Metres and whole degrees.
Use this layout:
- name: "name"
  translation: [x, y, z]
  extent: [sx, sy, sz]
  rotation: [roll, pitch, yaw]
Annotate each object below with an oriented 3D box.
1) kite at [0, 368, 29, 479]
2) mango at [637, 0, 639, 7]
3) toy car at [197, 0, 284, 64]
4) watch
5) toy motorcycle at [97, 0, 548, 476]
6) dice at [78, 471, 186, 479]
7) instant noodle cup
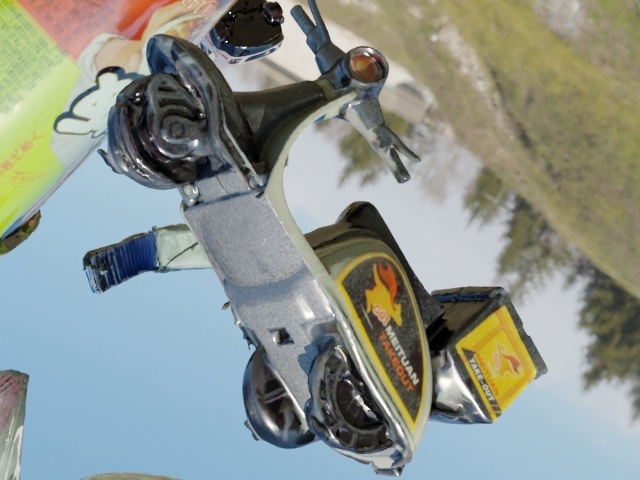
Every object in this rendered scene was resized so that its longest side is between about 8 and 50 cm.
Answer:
- name: "kite"
  translation: [-0.317, 0.167, 0.855]
  extent: [0.022, 0.204, 0.360]
  rotation: [7, 169, 24]
- name: "mango"
  translation: [0.310, -0.204, 0.999]
  extent: [0.163, 0.111, 0.089]
  rotation: [63, -158, -4]
- name: "toy car"
  translation: [-0.119, -0.264, 1.494]
  extent: [0.089, 0.108, 0.209]
  rotation: [-23, -127, -23]
- name: "watch"
  translation: [-0.113, 0.016, 1.515]
  extent: [0.276, 0.068, 0.274]
  rotation: [0, -176, 9]
- name: "toy motorcycle"
  translation: [0.000, 0.000, 0.642]
  extent: [0.091, 0.157, 0.263]
  rotation: [-8, 116, 54]
- name: "dice"
  translation: [-0.190, 0.423, 1.491]
  extent: [0.254, 0.249, 0.252]
  rotation: [11, 179, 32]
- name: "instant noodle cup"
  translation: [-0.224, -0.177, 0.943]
  extent: [0.294, 0.308, 0.294]
  rotation: [48, -169, -12]
